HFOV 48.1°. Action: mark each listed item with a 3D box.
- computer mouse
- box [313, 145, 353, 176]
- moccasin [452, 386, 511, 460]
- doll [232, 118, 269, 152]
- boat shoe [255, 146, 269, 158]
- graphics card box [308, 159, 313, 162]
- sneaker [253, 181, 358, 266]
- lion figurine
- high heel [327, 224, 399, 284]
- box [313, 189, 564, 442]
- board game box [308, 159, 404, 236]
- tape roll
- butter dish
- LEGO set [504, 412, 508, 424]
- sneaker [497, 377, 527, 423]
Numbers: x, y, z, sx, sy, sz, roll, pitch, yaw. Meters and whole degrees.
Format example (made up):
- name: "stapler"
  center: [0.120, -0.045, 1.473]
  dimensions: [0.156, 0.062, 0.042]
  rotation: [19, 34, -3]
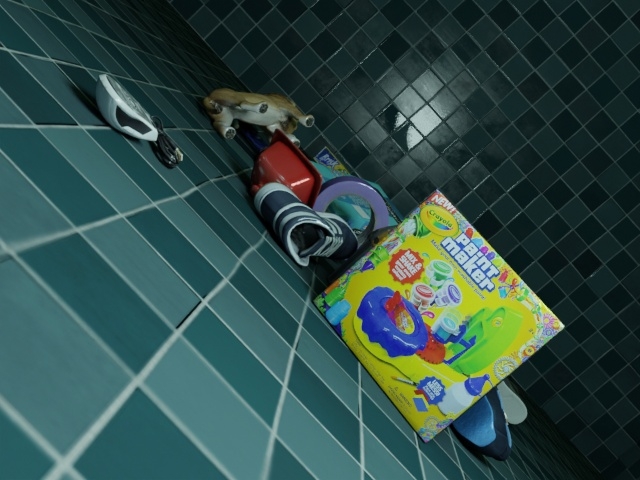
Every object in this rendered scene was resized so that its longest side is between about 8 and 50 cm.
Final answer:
- name: "computer mouse"
  center: [-0.265, -0.168, 1.008]
  dimensions: [0.106, 0.042, 0.193]
  rotation: [56, 5, 23]
- name: "box"
  center: [0.048, -0.221, 2.260]
  dimensions: [0.054, 0.059, 0.169]
  rotation: [37, 13, -51]
- name: "moccasin"
  center: [0.299, 0.318, 1.469]
  dimensions: [0.117, 0.137, 0.342]
  rotation: [49, 20, -23]
- name: "doll"
  center: [-0.205, -0.317, 2.064]
  dimensions: [0.189, 0.046, 0.129]
  rotation: [50, 17, 12]
- name: "boat shoe"
  center: [-0.124, -0.198, 1.871]
  dimensions: [0.072, 0.068, 0.190]
  rotation: [58, 4, -16]
- name: "graphics card box"
  center: [0.075, -0.086, 2.300]
  dimensions: [0.371, 0.094, 0.233]
  rotation: [48, 8, 9]
- name: "sneaker"
  center: [0.000, 0.000, 1.394]
  dimensions: [0.282, 0.099, 0.153]
  rotation: [31, 12, -43]
- name: "lion figurine"
  center: [-0.180, -0.333, 1.852]
  dimensions: [0.240, 0.142, 0.392]
  rotation: [38, 15, 38]
- name: "high heel"
  center: [0.153, 0.082, 1.512]
  dimensions: [0.261, 0.186, 0.093]
  rotation: [41, 10, -43]
- name: "box"
  center: [0.198, 0.126, 1.197]
  dimensions: [0.290, 0.279, 0.177]
  rotation: [50, 7, 18]
- name: "board game box"
  center: [0.089, -0.095, 2.052]
  dimensions: [0.336, 0.079, 0.254]
  rotation: [15, 32, -41]
- name: "tape roll"
  center: [0.064, -0.054, 1.703]
  dimensions: [0.189, 0.189, 0.080]
  rotation: [46, 7, -12]
- name: "butter dish"
  center: [-0.091, -0.116, 1.465]
  dimensions: [0.160, 0.118, 0.160]
  rotation: [49, -33, 19]
- name: "LEGO set"
  center: [0.337, 0.322, 1.699]
  dimensions: [0.132, 0.107, 0.287]
  rotation: [-111, 178, -80]
- name: "sneaker"
  center: [0.514, 0.417, 2.195]
  dimensions: [0.296, 0.104, 0.147]
  rotation: [54, 6, 2]
